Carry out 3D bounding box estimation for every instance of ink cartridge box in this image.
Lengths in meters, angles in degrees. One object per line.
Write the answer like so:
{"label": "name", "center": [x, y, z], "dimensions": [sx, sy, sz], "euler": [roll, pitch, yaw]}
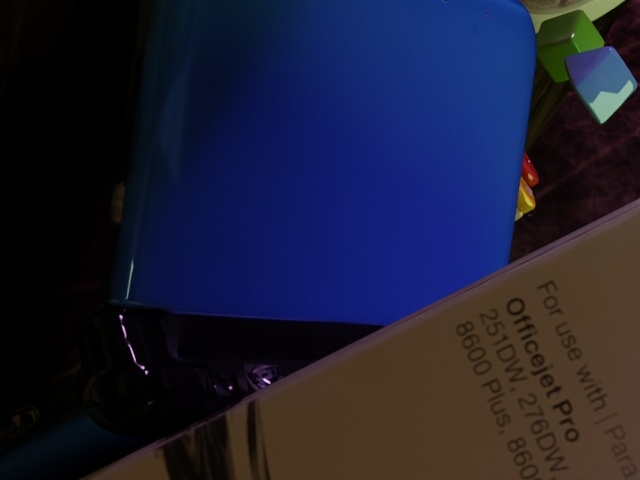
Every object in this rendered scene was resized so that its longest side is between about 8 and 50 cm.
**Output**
{"label": "ink cartridge box", "center": [0.015, 0.162, 0.631], "dimensions": [0.395, 0.166, 0.285], "euler": [-28, 160, 13]}

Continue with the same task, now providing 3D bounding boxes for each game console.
{"label": "game console", "center": [-0.043, 0.008, 0.686], "dimensions": [0.250, 0.173, 0.293], "euler": [-28, 162, 27]}

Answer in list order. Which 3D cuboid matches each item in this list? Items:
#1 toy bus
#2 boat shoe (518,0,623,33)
{"label": "toy bus", "center": [0.041, -0.071, 0.884], "dimensions": [0.202, 0.104, 0.191], "euler": [3, -129, 50]}
{"label": "boat shoe", "center": [0.211, -0.253, 1.101], "dimensions": [0.335, 0.121, 0.119], "euler": [-55, 168, -20]}
